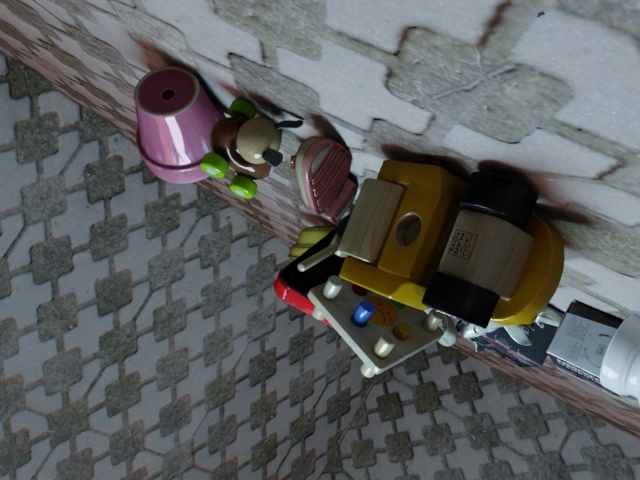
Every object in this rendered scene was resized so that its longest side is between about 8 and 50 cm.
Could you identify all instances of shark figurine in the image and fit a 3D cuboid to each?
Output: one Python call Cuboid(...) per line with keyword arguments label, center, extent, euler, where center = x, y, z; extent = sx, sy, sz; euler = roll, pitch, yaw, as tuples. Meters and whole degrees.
Cuboid(label="shark figurine", center=(0.478, 0.170, 1.342), extent=(0.278, 0.166, 0.116), euler=(14, -163, 10))

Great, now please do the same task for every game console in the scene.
Cuboid(label="game console", center=(0.095, 0.116, 1.656), extent=(0.342, 0.060, 0.386), euler=(30, -143, 18))

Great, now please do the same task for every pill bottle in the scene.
Cuboid(label="pill bottle", center=(0.583, 0.223, 0.891), extent=(0.278, 0.162, 0.162), euler=(24, 170, 42))

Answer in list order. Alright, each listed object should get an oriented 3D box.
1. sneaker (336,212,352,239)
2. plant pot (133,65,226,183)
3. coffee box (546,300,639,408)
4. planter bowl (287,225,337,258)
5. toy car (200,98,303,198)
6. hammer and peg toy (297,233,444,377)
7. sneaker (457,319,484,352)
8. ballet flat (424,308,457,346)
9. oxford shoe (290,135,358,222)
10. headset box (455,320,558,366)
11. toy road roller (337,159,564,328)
Cuboid(label="sneaker", center=(0.179, 0.028, 1.422), extent=(0.295, 0.124, 0.178), euler=(21, 158, 50))
Cuboid(label="plant pot", center=(-0.294, -0.249, 1.235), extent=(0.201, 0.201, 0.180), euler=(29, 157, 16))
Cuboid(label="coffee box", center=(0.603, 0.246, 1.133), extent=(0.297, 0.119, 0.168), euler=(26, 172, 35))
Cuboid(label="planter bowl", center=(0.000, 0.000, 1.915), extent=(0.217, 0.090, 0.217), euler=(-3, -174, 0))
Cuboid(label="toy car", center=(-0.107, -0.176, 1.118), extent=(0.188, 0.155, 0.149), euler=(4, 154, 48))
Cuboid(label="hammer and peg toy", center=(0.096, 0.142, 1.436), extent=(0.266, 0.127, 0.361), euler=(-18, -126, -43))
Cuboid(label="sneaker", center=(0.518, 0.287, 1.988), extent=(0.110, 0.107, 0.275), euler=(50, -178, 39))
Cuboid(label="ballet flat", center=(0.320, 0.189, 1.712), extent=(0.086, 0.086, 0.248), euler=(37, -157, -42))
Cuboid(label="oxford shoe", center=(-0.017, -0.125, 1.158), extent=(0.130, 0.123, 0.348), euler=(35, 173, 13))
Cuboid(label="headset box", center=(0.485, 0.235, 1.582), extent=(0.218, 0.110, 0.293), euler=(29, 173, 13))
Cuboid(label="toy road roller", center=(0.211, 0.020, 0.919), extent=(0.240, 0.202, 0.329), euler=(23, 178, -38))
